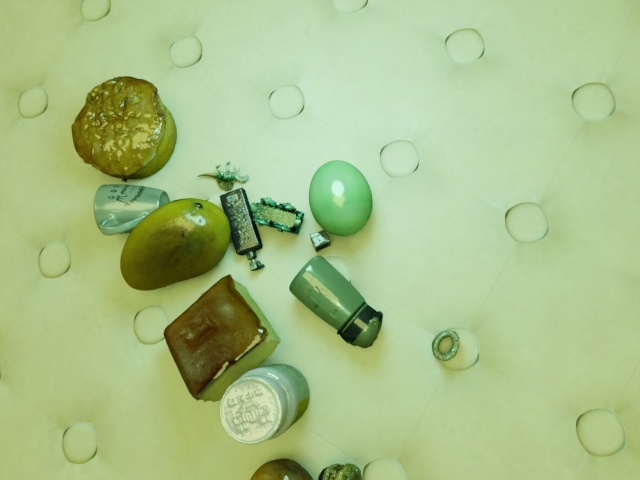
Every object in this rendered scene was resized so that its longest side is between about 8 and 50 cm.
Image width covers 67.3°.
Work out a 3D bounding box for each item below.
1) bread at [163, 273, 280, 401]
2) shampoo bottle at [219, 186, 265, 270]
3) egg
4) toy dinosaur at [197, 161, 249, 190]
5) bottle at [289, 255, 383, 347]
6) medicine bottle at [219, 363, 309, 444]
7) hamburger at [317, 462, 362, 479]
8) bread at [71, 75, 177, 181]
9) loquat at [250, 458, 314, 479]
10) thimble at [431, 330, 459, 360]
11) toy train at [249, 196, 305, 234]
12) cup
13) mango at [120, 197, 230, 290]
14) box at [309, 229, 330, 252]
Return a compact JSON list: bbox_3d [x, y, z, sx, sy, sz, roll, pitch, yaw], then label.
[{"bbox_3d":[-0.343,0.327,1.639,0.323,0.143,0.333,-43,50,-1],"label":"bread"},{"bbox_3d":[-0.284,-0.036,1.783,0.098,0.071,0.309,-19,78,4],"label":"shampoo bottle"},{"bbox_3d":[0.069,-0.148,1.673,0.220,0.220,0.270,-11,71,7],"label":"egg"},{"bbox_3d":[-0.372,-0.239,1.852,0.187,0.044,0.106,-24,93,3],"label":"toy dinosaur"},{"bbox_3d":[0.064,0.219,1.642,0.347,0.168,0.168,42,89,8],"label":"bottle"},{"bbox_3d":[-0.165,0.505,1.515,0.213,0.379,0.214,-2,79,9],"label":"medicine bottle"},{"bbox_3d":[0.054,0.814,1.536,0.130,0.183,0.206,4,76,30],"label":"hamburger"},{"bbox_3d":[-0.741,-0.427,1.852,0.398,0.215,0.398,-2,79,8],"label":"bread"},{"bbox_3d":[-0.124,0.824,1.551,0.238,0.193,0.238,-14,59,24],"label":"loquat"},{"bbox_3d":[0.422,0.349,1.612,0.084,0.062,0.110,38,88,12],"label":"thimble"},{"bbox_3d":[-0.151,-0.086,1.731,0.198,0.154,0.107,16,87,12],"label":"toy train"},{"bbox_3d":[-0.699,-0.098,1.778,0.234,0.258,0.186,0,124,3],"label":"cup"},{"bbox_3d":[-0.526,0.027,1.723,0.445,0.301,0.220,-36,35,16],"label":"mango"},{"bbox_3d":[0.000,0.000,1.730,0.063,0.085,0.060,-23,76,-4],"label":"box"}]
